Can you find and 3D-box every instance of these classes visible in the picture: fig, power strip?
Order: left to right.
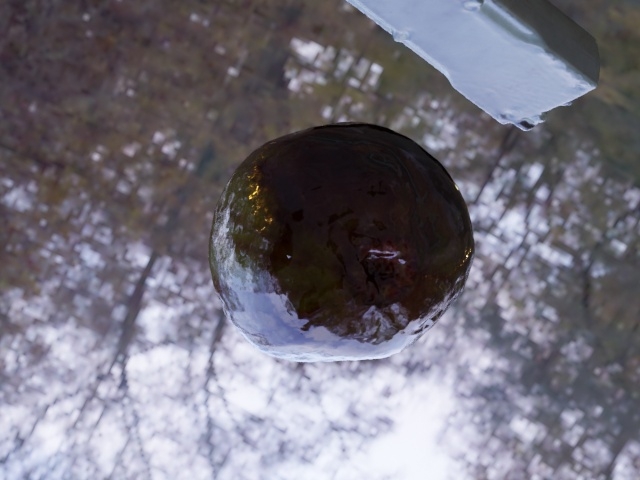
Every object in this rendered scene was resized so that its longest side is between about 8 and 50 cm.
[{"bbox_3d":[0.000,0.000,0.617,0.109,0.103,0.154,18,179,-22],"label":"fig"},{"bbox_3d":[0.068,-0.154,0.903,0.286,0.080,0.048,28,-126,-38],"label":"power strip"}]
